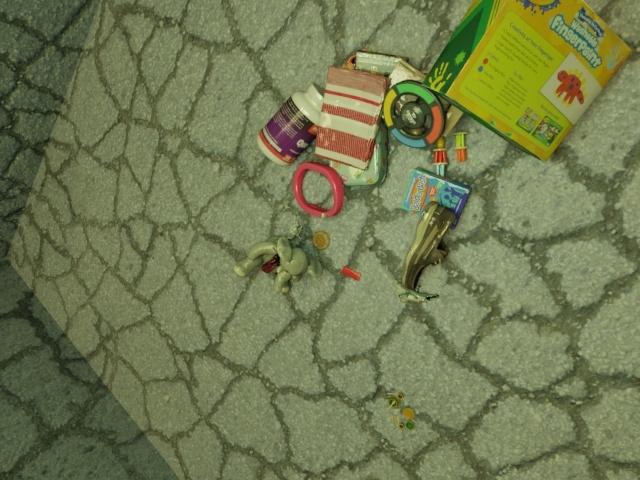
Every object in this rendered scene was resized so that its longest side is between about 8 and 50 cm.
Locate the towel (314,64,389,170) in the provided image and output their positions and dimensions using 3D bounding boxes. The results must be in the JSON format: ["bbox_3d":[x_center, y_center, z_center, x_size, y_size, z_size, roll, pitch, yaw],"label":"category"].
[{"bbox_3d":[0.100,-0.437,1.499,0.237,0.037,0.329,23,116,25],"label":"towel"}]

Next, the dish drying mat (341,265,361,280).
[{"bbox_3d":[0.127,0.136,1.726,0.083,0.008,0.032,25,106,22],"label":"dish drying mat"}]

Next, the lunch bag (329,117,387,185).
[{"bbox_3d":[0.138,-0.350,1.600,0.224,0.108,0.279,2,97,29],"label":"lunch bag"}]

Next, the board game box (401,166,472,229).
[{"bbox_3d":[0.415,-0.154,1.506,0.210,0.047,0.160,25,122,22],"label":"board game box"}]

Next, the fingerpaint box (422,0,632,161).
[{"bbox_3d":[0.583,-0.497,1.193,0.371,0.445,0.163,-59,28,21],"label":"fingerpaint box"}]

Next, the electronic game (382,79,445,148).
[{"bbox_3d":[0.298,-0.403,1.346,0.229,0.048,0.229,33,146,26],"label":"electronic game"}]

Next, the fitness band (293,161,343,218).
[{"bbox_3d":[-0.015,-0.204,1.669,0.291,0.054,0.209,26,123,48],"label":"fitness band"}]

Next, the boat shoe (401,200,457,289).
[{"bbox_3d":[0.388,0.037,1.497,0.130,0.132,0.355,22,122,19],"label":"boat shoe"}]

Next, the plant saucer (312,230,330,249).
[{"bbox_3d":[0.000,0.000,1.765,0.083,0.015,0.083,4,98,26],"label":"plant saucer"}]

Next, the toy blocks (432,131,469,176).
[{"bbox_3d":[0.462,-0.303,1.479,0.123,0.054,0.148,0,99,24],"label":"toy blocks"}]

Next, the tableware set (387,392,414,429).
[{"bbox_3d":[0.327,0.695,1.695,0.104,0.024,0.154,-8,93,26],"label":"tableware set"}]

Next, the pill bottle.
[{"bbox_3d":[-0.094,-0.460,1.657,0.323,0.181,0.181,-42,78,25],"label":"pill bottle"}]

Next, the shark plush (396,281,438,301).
[{"bbox_3d":[0.366,0.199,1.595,0.161,0.073,0.067,1,66,31],"label":"shark plush"}]

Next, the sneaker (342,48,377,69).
[{"bbox_3d":[0.116,-0.649,1.578,0.208,0.094,0.081,-39,80,25],"label":"sneaker"}]

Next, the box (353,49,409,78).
[{"bbox_3d":[0.210,-0.581,1.518,0.191,0.045,0.184,11,121,8],"label":"box"}]

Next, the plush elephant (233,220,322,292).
[{"bbox_3d":[-0.145,0.097,1.700,0.330,0.272,0.255,-54,28,6],"label":"plush elephant"}]

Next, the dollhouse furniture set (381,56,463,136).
[{"bbox_3d":[0.317,-0.516,1.391,0.355,0.174,0.303,33,118,0],"label":"dollhouse furniture set"}]

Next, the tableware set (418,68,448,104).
[{"bbox_3d":[0.413,-0.548,1.477,0.194,0.039,0.128,5,99,25],"label":"tableware set"}]
